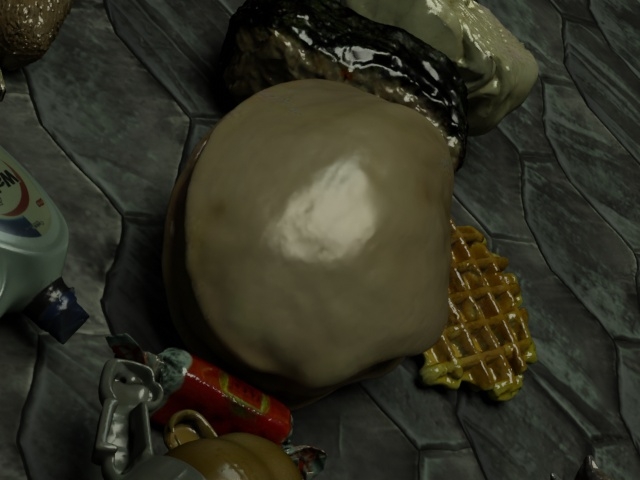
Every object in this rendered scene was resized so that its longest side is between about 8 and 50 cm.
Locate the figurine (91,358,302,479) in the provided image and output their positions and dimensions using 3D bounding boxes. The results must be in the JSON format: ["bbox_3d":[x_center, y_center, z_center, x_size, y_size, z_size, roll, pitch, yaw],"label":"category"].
[{"bbox_3d":[-0.128,0.276,1.573,0.285,0.167,0.342,-27,98,-45],"label":"figurine"}]

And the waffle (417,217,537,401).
[{"bbox_3d":[0.170,0.071,2.159,0.281,0.058,0.301,18,45,-33],"label":"waffle"}]

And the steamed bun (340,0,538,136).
[{"bbox_3d":[0.143,-0.268,2.334,0.320,0.206,0.275,44,21,-4],"label":"steamed bun"}]

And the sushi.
[{"bbox_3d":[0.026,-0.188,2.141,0.350,0.211,0.171,34,42,-8],"label":"sushi"}]

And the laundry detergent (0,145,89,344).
[{"bbox_3d":[-0.354,0.001,1.656,0.280,0.105,0.215,48,34,-1],"label":"laundry detergent"}]

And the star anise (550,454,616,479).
[{"bbox_3d":[0.375,0.384,2.033,0.236,0.109,0.223,43,24,25],"label":"star anise"}]

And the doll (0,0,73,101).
[{"bbox_3d":[-0.355,-0.258,1.906,0.105,0.115,0.221,45,41,-20],"label":"doll"}]

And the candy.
[{"bbox_3d":[-0.111,0.181,1.750,0.292,0.086,0.059,31,28,-21],"label":"candy"}]

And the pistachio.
[{"bbox_3d":[0.000,0.000,1.896,0.365,0.281,0.445,48,49,-12],"label":"pistachio"}]
